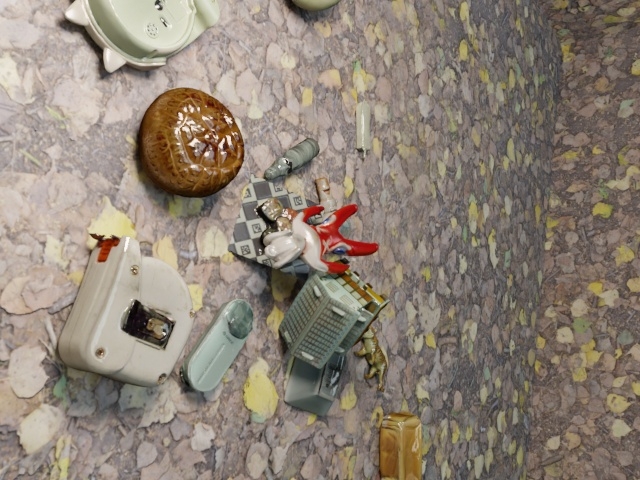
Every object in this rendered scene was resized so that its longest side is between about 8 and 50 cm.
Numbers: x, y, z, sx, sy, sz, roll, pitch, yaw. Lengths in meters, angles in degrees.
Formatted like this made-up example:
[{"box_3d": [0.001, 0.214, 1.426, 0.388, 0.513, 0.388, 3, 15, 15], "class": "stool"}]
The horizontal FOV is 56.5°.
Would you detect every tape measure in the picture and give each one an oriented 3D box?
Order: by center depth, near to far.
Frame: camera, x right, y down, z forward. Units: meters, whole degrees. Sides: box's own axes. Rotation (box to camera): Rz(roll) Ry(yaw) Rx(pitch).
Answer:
[{"box_3d": [-0.375, 0.148, 1.189, 0.265, 0.130, 0.258, 35, 59, -44], "class": "tape measure"}]

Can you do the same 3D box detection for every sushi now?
[{"box_3d": [-0.097, -0.038, 1.533, 0.231, 0.047, 0.219, 23, 68, -23], "class": "sushi"}]

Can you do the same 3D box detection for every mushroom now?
[{"box_3d": [-0.280, -0.217, 1.317, 0.253, 0.153, 0.253, 11, 74, -41], "class": "mushroom"}]

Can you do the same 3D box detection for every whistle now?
[{"box_3d": [0.028, -0.077, 1.752, 0.107, 0.057, 0.219, -23, 101, -35], "class": "whistle"}]

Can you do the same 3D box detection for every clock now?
[{"box_3d": [-0.375, -0.495, 1.244, 0.265, 0.109, 0.324, 55, 49, -33], "class": "clock"}]

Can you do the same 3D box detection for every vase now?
[{"box_3d": [-0.082, -0.216, 1.622, 0.211, 0.060, 0.059, -41, 118, -43], "class": "vase"}]

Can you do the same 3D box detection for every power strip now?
[{"box_3d": [0.138, -0.358, 1.920, 0.048, 0.030, 0.191, 5, 84, -52], "class": "power strip"}]

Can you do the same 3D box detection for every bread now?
[{"box_3d": [0.258, 0.685, 1.938, 0.136, 0.107, 0.241, 3, 85, -48], "class": "bread"}]

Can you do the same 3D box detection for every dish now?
[{"box_3d": [0.009, 0.362, 1.679, 0.182, 0.080, 0.243, 37, 61, -43], "class": "dish"}]

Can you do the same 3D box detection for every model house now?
[{"box_3d": [0.028, 0.191, 1.575, 0.198, 0.224, 0.215, 44, 33, 18], "class": "model house"}]

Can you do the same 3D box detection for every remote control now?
[{"box_3d": [-0.239, 0.243, 1.406, 0.247, 0.052, 0.104, -57, 130, -36], "class": "remote control"}]

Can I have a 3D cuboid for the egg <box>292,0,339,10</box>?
[{"box_3d": [-0.004, -0.739, 1.648, 0.186, 0.187, 0.253, 56, 45, -32], "class": "egg"}]

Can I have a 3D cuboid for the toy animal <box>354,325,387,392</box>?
[{"box_3d": [0.171, 0.376, 1.892, 0.099, 0.057, 0.241, -46, 121, -42], "class": "toy animal"}]

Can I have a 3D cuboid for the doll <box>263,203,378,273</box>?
[{"box_3d": [0.000, 0.000, 1.509, 0.384, 0.099, 0.188, -10, 71, -51], "class": "doll"}]
